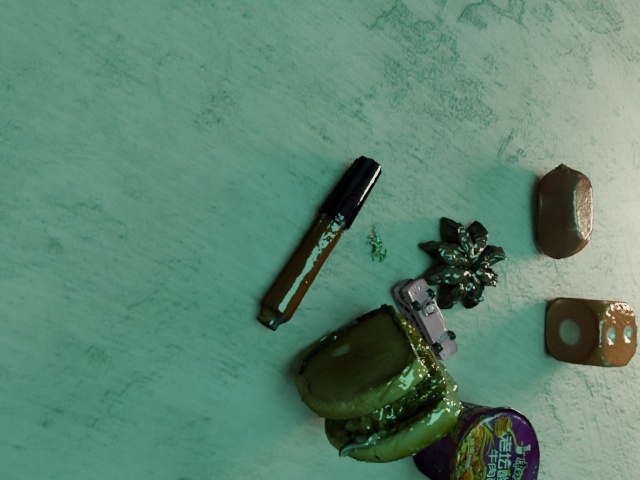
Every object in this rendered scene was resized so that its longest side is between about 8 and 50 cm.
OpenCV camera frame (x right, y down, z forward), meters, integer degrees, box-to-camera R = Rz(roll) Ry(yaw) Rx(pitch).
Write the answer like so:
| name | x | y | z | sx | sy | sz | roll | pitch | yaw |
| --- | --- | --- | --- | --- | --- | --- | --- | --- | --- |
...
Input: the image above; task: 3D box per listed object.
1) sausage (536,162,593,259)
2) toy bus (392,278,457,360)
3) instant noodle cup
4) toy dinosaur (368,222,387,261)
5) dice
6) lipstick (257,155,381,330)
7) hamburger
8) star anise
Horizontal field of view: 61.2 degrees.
| name | x | y | z | sx | sy | sz | roll | pitch | yaw |
| --- | --- | --- | --- | --- | --- | --- | --- | --- | --- |
| sausage | 0.657 | -0.078 | 1.451 | 0.148 | 0.148 | 0.255 | -6 | 89 | -28 |
| toy bus | 0.240 | 0.182 | 1.245 | 0.063 | 0.090 | 0.203 | -34 | 105 | -25 |
| instant noodle cup | 0.339 | 0.482 | 1.235 | 0.251 | 0.190 | 0.251 | 1 | 89 | -27 |
| toy dinosaur | 0.135 | 0.008 | 1.232 | 0.062 | 0.021 | 0.083 | 30 | 79 | -32 |
| dice | 0.732 | 0.245 | 1.460 | 0.179 | 0.174 | 0.175 | 7 | 84 | -27 |
| lipstick | 0.000 | 0.000 | 1.129 | 0.077 | 0.077 | 0.418 | 39 | 73 | -22 |
| hamburger | 0.101 | 0.275 | 1.061 | 0.276 | 0.318 | 0.195 | -32 | 108 | 8 |
| star anise | 0.352 | 0.055 | 1.303 | 0.236 | 0.109 | 0.223 | -46 | 105 | -19 |
